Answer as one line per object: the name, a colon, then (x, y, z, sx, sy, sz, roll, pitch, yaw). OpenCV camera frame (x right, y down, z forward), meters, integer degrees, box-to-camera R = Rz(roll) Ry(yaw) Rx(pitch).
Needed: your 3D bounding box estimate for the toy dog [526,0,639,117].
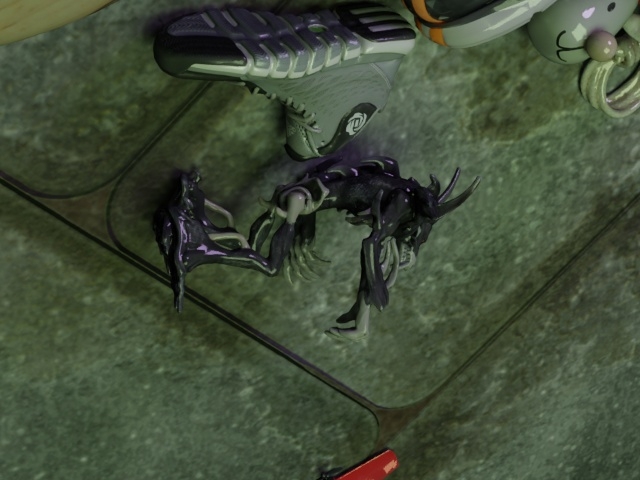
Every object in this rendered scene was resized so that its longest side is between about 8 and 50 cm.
toy dog: (0.364, -0.224, 1.275, 0.334, 0.161, 0.220, -42, 135, 5)

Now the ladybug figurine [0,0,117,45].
ladybug figurine: (-0.191, -0.291, 0.900, 0.449, 0.162, 0.305, -31, 133, -6)

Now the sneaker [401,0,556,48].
sneaker: (0.194, -0.294, 1.149, 0.321, 0.124, 0.180, -33, 135, -3)

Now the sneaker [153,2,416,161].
sneaker: (-0.032, -0.117, 1.188, 0.229, 0.086, 0.132, -7, 130, -27)

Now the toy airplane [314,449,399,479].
toy airplane: (0.030, 0.294, 1.588, 0.151, 0.028, 0.151, -15, 131, -17)

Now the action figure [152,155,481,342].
action figure: (0.000, 0.000, 1.253, 0.276, 0.164, 0.141, -6, 111, -15)
